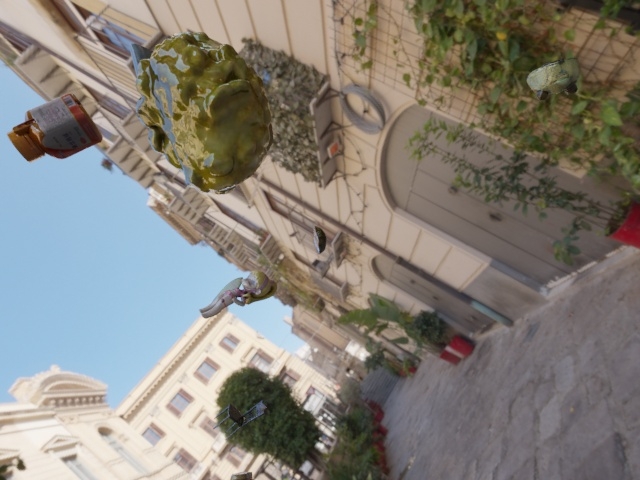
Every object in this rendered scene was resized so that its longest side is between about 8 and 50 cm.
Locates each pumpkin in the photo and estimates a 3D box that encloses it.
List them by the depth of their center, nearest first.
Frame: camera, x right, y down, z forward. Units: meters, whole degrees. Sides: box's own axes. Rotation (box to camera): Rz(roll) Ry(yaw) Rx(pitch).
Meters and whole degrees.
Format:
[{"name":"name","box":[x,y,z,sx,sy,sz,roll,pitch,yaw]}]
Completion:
[{"name":"pumpkin","box":[0.001,-0.001,0.964,0.083,0.028,0.050,-99,9,-49]}]

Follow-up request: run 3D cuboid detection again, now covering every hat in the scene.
[{"name":"hat","box":[0.419,-0.286,0.727,0.077,0.059,0.076,-11,-3,-19]}]

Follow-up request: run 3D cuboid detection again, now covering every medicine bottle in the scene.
[{"name":"medicine bottle","box":[-0.816,-0.334,1.250,0.222,0.112,0.149,-34,-14,-18]}]

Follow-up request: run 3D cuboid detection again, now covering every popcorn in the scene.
[{"name":"popcorn","box":[-0.163,-0.183,0.626,0.192,0.233,0.266,-39,-21,-24]}]

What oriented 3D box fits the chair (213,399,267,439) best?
[{"name":"chair","box":[-0.138,0.293,0.685,0.086,0.042,0.037,-35,15,-2]}]

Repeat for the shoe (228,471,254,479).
[{"name":"shoe","box":[-0.177,0.544,0.886,0.109,0.072,0.069,121,149,-51]}]

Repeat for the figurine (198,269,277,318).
[{"name":"figurine","box":[-0.190,0.131,0.949,0.188,0.083,0.083,-30,-26,-21]}]

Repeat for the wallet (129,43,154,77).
[{"name":"wallet","box":[-0.534,-0.567,1.484,0.054,0.251,0.291,-35,-25,33]}]
